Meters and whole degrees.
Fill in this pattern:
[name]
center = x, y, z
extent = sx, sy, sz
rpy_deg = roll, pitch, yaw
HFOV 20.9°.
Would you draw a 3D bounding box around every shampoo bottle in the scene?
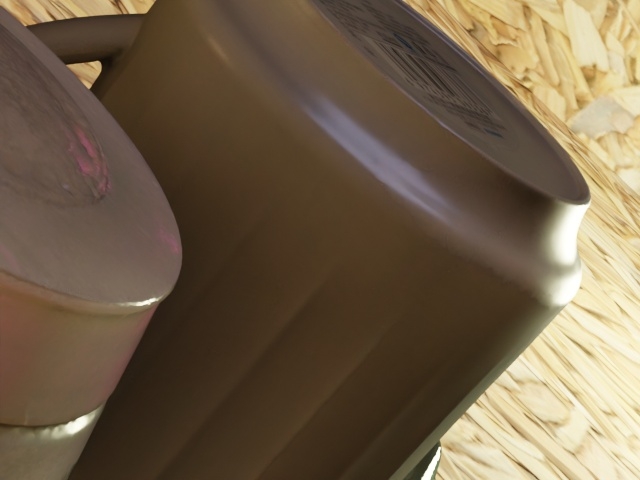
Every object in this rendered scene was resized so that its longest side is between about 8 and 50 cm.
[shampoo bottle]
center = -0.212, 0.022, 0.637
extent = 0.273, 0.266, 0.273
rpy_deg = 37, 16, -13

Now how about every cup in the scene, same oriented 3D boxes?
[cup]
center = -0.080, 0.013, 0.835
extent = 0.323, 0.327, 0.237
rpy_deg = 36, 18, -11

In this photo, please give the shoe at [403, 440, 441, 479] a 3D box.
[shoe]
center = 0.020, 0.197, 1.018
extent = 0.251, 0.103, 0.100
rpy_deg = -61, 146, -59
